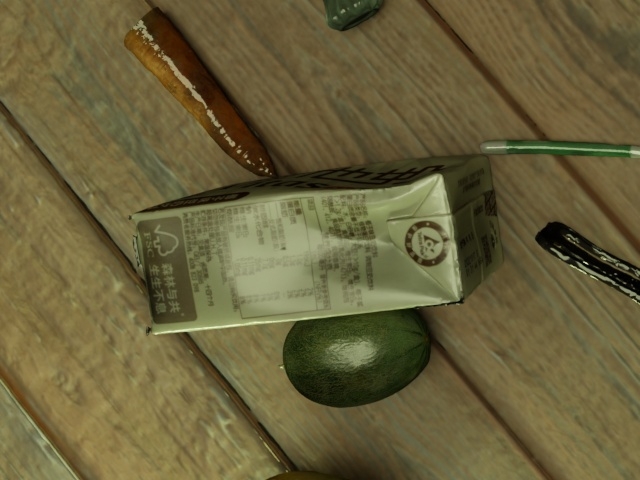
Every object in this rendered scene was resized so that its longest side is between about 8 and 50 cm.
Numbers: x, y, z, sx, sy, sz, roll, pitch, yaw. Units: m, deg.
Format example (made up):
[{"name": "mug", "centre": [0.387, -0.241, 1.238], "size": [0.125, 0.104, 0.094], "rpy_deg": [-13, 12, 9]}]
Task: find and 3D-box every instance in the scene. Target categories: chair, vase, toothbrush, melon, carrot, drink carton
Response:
[{"name": "chair", "centre": [0.329, 0.018, 1.138], "size": [0.229, 0.106, 0.113], "rpy_deg": [37, 109, 10]}, {"name": "vase", "centre": [0.005, -0.287, 1.226], "size": [0.081, 0.081, 0.149], "rpy_deg": [-27, 92, 21]}, {"name": "toothbrush", "centre": [0.283, -0.088, 1.185], "size": [0.257, 0.018, 0.024], "rpy_deg": [3, 96, 19]}, {"name": "melon", "centre": [0.032, 0.115, 1.254], "size": [0.167, 0.114, 0.114], "rpy_deg": [-16, 93, 18]}, {"name": "carrot", "centre": [-0.124, -0.148, 1.310], "size": [0.057, 0.057, 0.224], "rpy_deg": [-40, 90, 20]}, {"name": "drink carton", "centre": [-0.001, 0.000, 1.206], "size": [0.324, 0.194, 0.132], "rpy_deg": [-6, 98, 20]}]

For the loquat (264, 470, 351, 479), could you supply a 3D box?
[{"name": "loquat", "centre": [-0.012, 0.342, 1.262], "size": [0.213, 0.213, 0.213], "rpy_deg": [3, 99, 19]}]
